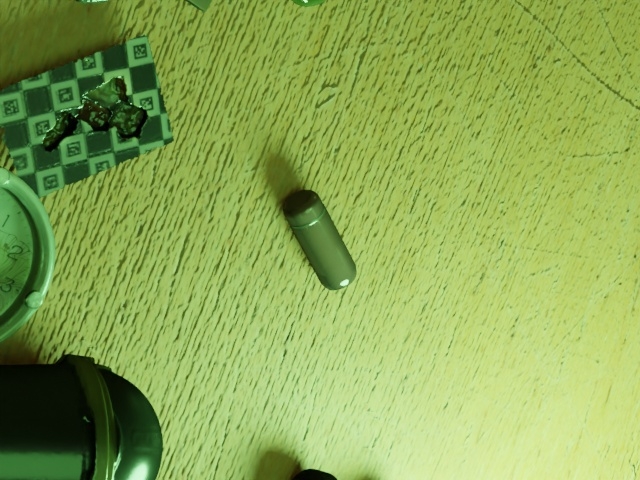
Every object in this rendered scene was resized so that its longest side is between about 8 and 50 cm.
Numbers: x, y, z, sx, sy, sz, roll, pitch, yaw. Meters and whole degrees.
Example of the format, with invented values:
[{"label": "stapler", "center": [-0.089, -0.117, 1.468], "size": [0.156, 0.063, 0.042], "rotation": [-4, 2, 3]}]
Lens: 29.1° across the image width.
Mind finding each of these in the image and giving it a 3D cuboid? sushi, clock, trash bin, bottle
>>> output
[{"label": "sushi", "center": [-0.274, -0.141, 1.400], "size": [0.201, 0.031, 0.139], "rotation": [-26, 121, -25]}, {"label": "clock", "center": [-0.412, 0.017, 1.355], "size": [0.236, 0.053, 0.236], "rotation": [-9, 110, -27]}, {"label": "trash bin", "center": [-0.334, 0.231, 1.386], "size": [0.334, 0.214, 0.214], "rotation": [8, 102, -28]}, {"label": "bottle", "center": [0.000, 0.000, 1.606], "size": [0.053, 0.053, 0.140], "rotation": [-37, 123, -16]}]

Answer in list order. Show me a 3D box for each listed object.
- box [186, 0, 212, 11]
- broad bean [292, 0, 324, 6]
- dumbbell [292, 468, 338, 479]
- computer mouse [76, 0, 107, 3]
[{"label": "box", "center": [-0.154, -0.308, 1.421], "size": [0.083, 0.024, 0.053], "rotation": [32, 88, -34]}, {"label": "broad bean", "center": [0.015, -0.361, 1.490], "size": [0.207, 0.072, 0.153], "rotation": [-36, 125, -31]}, {"label": "dumbbell", "center": [0.044, 0.390, 1.742], "size": [0.191, 0.100, 0.100], "rotation": [25, 92, -35]}, {"label": "computer mouse", "center": [-0.228, -0.350, 1.339], "size": [0.106, 0.062, 0.192], "rotation": [30, 95, -36]}]
